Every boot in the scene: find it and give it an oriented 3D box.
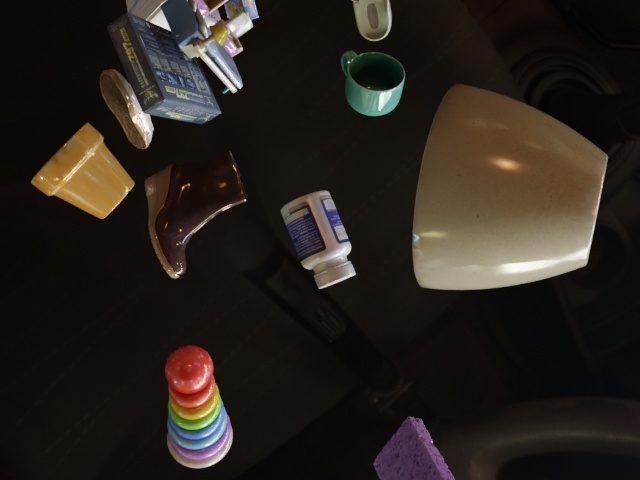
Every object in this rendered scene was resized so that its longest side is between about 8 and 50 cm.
[{"bbox_3d":[-0.259,-0.059,1.363,0.207,0.090,0.248,-15,76,3],"label":"boot"}]

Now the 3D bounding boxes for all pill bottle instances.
[{"bbox_3d":[0.000,0.000,1.334,0.112,0.112,0.186,-21,84,-6],"label":"pill bottle"}]

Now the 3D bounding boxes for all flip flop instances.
[{"bbox_3d":[0.099,-0.580,1.466,0.112,0.080,0.277,1,135,21],"label":"flip flop"}]

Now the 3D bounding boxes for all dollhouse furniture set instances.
[{"bbox_3d":[-0.185,-0.466,1.398,0.198,0.303,0.286,-32,146,9],"label":"dollhouse furniture set"}]

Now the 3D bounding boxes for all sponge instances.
[{"bbox_3d":[0.156,0.390,0.994,0.031,0.210,0.117,22,110,-28],"label":"sponge"}]

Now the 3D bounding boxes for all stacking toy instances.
[{"bbox_3d":[-0.250,0.323,1.285,0.141,0.141,0.330,-5,136,-11],"label":"stacking toy"}]

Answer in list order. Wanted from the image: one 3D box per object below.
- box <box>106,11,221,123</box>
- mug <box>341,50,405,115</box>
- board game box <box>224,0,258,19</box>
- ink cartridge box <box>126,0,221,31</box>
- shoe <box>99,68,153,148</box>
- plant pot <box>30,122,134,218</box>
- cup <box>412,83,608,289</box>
[{"bbox_3d":[-0.306,-0.335,1.276,0.059,0.233,0.183,-26,87,19],"label":"box"},{"bbox_3d":[0.118,-0.356,1.448,0.129,0.157,0.097,-4,145,-6],"label":"mug"},{"bbox_3d":[-0.220,-0.658,1.591,0.035,0.136,0.201,-25,120,-20],"label":"board game box"},{"bbox_3d":[-0.386,-0.604,1.660,0.168,0.232,0.171,-37,141,24],"label":"ink cartridge box"},{"bbox_3d":[-0.425,-0.299,1.419,0.058,0.077,0.219,-58,157,-28],"label":"shoe"},{"bbox_3d":[-0.588,-0.161,1.619,0.205,0.205,0.188,-45,110,4],"label":"plant pot"},{"bbox_3d":[0.305,-0.064,0.991,0.237,0.331,0.331,12,107,22],"label":"cup"}]
